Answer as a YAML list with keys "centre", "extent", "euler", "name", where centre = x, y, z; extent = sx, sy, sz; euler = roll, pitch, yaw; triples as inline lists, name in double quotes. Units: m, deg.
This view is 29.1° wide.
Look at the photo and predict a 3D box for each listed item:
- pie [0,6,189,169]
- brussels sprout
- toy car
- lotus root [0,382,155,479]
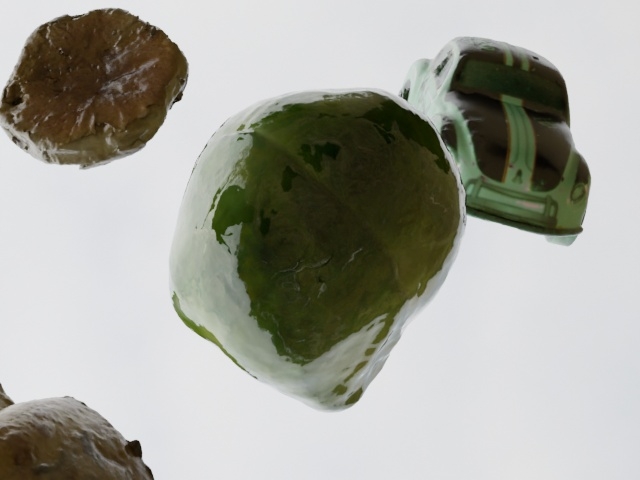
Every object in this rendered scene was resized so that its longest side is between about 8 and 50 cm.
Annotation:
- centre: [-0.219, -0.154, 1.216]
  extent: [0.046, 0.195, 0.195]
  euler: [81, -160, -56]
  name: "pie"
- centre: [-0.002, -0.003, 0.562]
  extent: [0.117, 0.155, 0.155]
  euler: [37, -141, 15]
  name: "brussels sprout"
- centre: [0.140, -0.096, 1.011]
  extent: [0.306, 0.136, 0.125]
  euler: [-92, 17, -72]
  name: "toy car"
- centre: [-0.316, 0.241, 1.075]
  extent: [0.250, 0.316, 0.316]
  euler: [26, -125, -75]
  name: "lotus root"
